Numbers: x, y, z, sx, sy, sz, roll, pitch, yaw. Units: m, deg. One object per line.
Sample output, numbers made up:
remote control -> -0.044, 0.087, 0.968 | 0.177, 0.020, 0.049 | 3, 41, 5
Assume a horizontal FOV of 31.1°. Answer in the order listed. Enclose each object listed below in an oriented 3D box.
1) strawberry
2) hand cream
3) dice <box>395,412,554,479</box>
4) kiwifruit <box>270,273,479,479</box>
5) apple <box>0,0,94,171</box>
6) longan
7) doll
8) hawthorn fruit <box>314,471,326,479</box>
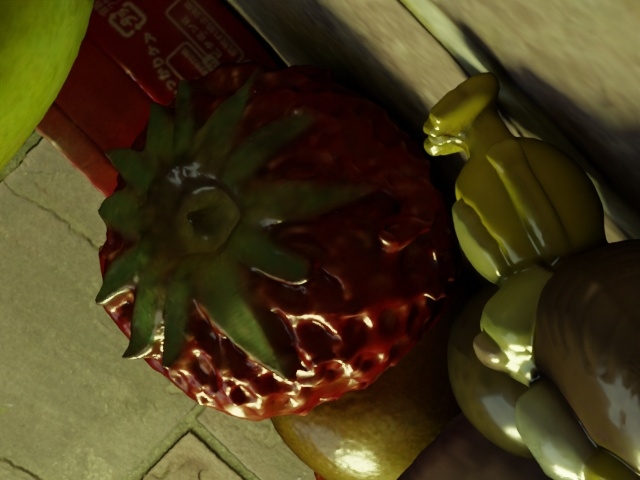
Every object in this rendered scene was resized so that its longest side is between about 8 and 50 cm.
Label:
strawberry -> 0.000, 0.000, 0.668 | 0.205, 0.205, 0.244 | 41, -163, 31
hand cream -> -0.119, -0.098, 0.811 | 0.230, 0.149, 0.230 | 45, 177, 3
dice -> 0.172, 0.254, 0.694 | 0.271, 0.270, 0.270 | 41, 175, 33
kiwifruit -> 0.057, 0.105, 0.895 | 0.196, 0.196, 0.234 | 42, 175, 26
apple -> -0.269, -0.141, 0.525 | 0.339, 0.339, 0.339 | 43, 176, 4
longan -> 0.115, 0.069, 0.591 | 0.113, 0.092, 0.113 | 37, 162, 15
doll -> 0.099, 0.033, 0.424 | 0.188, 0.096, 0.145 | 53, 175, 34
hawthorn fruit -> 0.112, 0.185, 1.124 | 0.254, 0.254, 0.300 | 48, -159, -48
